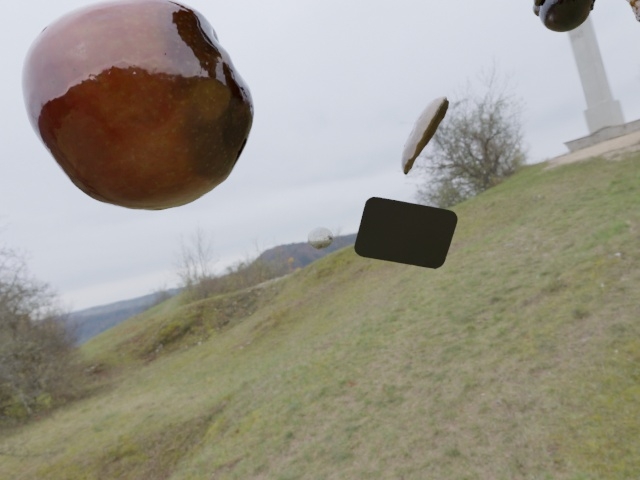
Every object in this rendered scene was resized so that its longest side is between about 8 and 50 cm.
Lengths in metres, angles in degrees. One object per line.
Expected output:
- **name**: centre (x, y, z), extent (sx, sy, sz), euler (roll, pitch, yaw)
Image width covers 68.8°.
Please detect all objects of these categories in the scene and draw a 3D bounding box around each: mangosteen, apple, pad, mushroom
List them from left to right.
- **apple**: centre (-0.181, -0.146, 0.511), extent (0.230, 0.229, 0.230), euler (-12, -2, -1)
- **mushroom**: centre (0.000, 0.000, 1.519), extent (0.085, 0.085, 0.079), euler (-12, -44, -10)
- **pad**: centre (0.237, -0.019, 1.300), extent (0.267, 0.181, 0.004), euler (10, 19, -6)
- **mangosteen**: centre (0.509, -0.515, 0.989), extent (0.140, 0.140, 0.140), euler (-12, -2, -1)

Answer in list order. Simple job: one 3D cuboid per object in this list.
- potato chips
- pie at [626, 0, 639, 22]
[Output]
- **potato chips**: centre (0.237, -0.249, 1.099), extent (0.049, 0.201, 0.150), euler (27, 10, 16)
- **pie**: centre (0.500, -0.404, 0.585), extent (0.092, 0.315, 0.315), euler (-22, -1, -11)
